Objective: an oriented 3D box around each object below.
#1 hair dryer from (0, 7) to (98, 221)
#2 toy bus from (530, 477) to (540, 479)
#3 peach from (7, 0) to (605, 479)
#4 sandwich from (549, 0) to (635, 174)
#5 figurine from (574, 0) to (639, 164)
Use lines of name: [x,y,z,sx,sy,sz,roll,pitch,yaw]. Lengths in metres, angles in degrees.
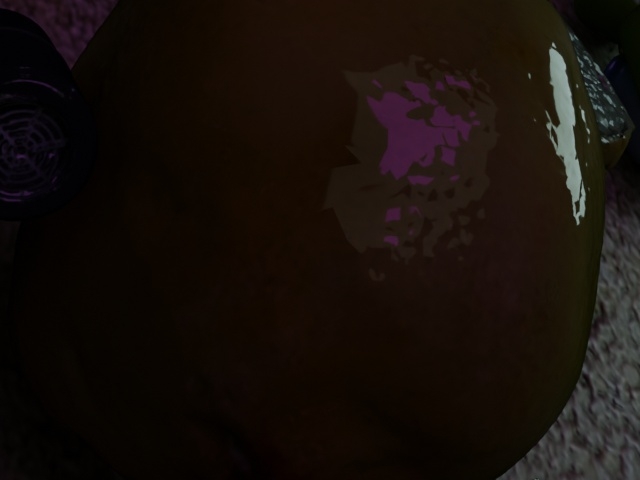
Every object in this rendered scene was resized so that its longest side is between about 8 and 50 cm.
hair dryer: [-0.191,-0.004,0.789,0.071,0.219,0.124,35,9,-25]
toy bus: [0.027,0.227,0.850,0.302,0.113,0.139,-20,76,-47]
peach: [0.003,-0.007,0.857,0.281,0.314,0.315,31,14,-23]
sandwich: [0.080,-0.130,1.133,0.271,0.099,0.301,51,27,6]
figurine: [0.282,-0.149,1.338,0.162,0.143,0.263,15,39,-37]
